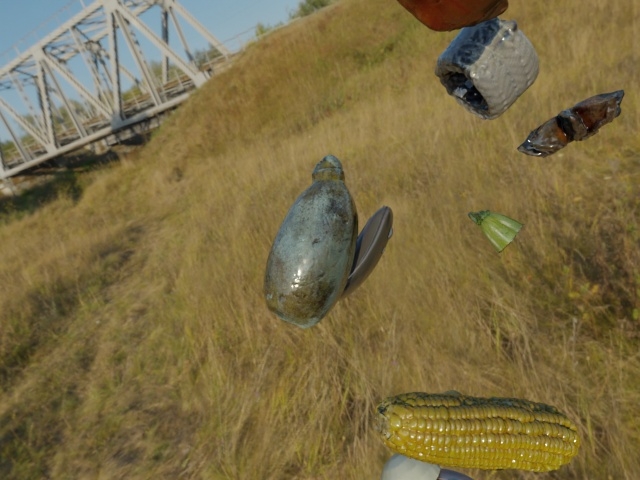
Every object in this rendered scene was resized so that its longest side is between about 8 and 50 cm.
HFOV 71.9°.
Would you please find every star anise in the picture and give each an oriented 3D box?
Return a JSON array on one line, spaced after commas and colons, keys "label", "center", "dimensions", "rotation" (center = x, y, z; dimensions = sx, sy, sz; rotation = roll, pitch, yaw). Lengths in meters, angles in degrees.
[{"label": "star anise", "center": [0.789, -0.356, 1.389], "dimensions": [0.331, 0.118, 0.332], "rotation": [-31, -4, -2]}]

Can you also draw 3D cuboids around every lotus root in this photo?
[{"label": "lotus root", "center": [0.000, 0.000, 0.808], "dimensions": [0.140, 0.322, 0.158], "rotation": [16, -3, 44]}]

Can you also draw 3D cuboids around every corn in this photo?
[{"label": "corn", "center": [0.217, 0.262, 0.601], "dimensions": [0.312, 0.102, 0.102], "rotation": [11, 10, -20]}]

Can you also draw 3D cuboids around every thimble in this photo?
[{"label": "thimble", "center": [0.405, -0.422, 1.088], "dimensions": [0.157, 0.217, 0.245], "rotation": [-51, -21, 7]}]

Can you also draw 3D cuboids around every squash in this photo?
[{"label": "squash", "center": [0.468, -0.046, 1.204], "dimensions": [0.105, 0.132, 0.105], "rotation": [-46, -13, -14]}]

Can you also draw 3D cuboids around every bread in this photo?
[{"label": "bread", "center": [0.190, -0.487, 0.718], "dimensions": [0.327, 0.295, 0.114], "rotation": [-38, 4, -41]}]

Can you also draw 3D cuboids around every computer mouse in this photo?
[{"label": "computer mouse", "center": [0.095, 0.034, 0.940], "dimensions": [0.232, 0.057, 0.120], "rotation": [-57, -18, -6]}]

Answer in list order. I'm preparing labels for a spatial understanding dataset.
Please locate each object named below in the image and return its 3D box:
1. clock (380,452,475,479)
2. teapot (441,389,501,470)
[{"label": "clock", "center": [0.271, 0.661, 0.970], "dimensions": [0.325, 0.342, 0.184], "rotation": [17, 14, 31]}, {"label": "teapot", "center": [0.422, 0.508, 1.170], "dimensions": [0.171, 0.225, 0.203], "rotation": [-58, 22, 6]}]
